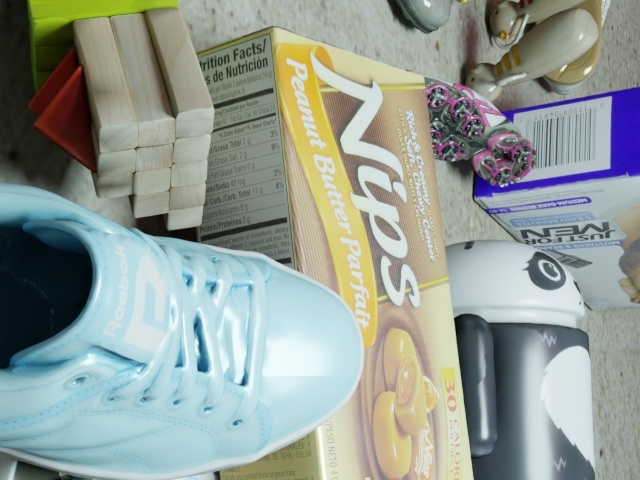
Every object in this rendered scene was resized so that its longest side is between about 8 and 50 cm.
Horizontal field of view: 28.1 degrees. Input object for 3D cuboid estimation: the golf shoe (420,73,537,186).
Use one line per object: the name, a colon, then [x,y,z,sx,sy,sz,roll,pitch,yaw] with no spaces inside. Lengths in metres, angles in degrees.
golf shoe: [0.127,-0.115,1.219,0.186,0.067,0.086,27,24,-44]

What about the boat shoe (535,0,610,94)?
boat shoe: [0.294,-0.305,1.495,0.096,0.098,0.277,61,41,-77]

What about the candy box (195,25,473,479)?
candy box: [0.009,0.033,0.852,0.183,0.087,0.316,6,74,-55]

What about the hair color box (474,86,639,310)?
hair color box: [0.322,-0.032,1.388,0.339,0.185,0.110,34,56,-50]

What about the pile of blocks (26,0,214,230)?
pile of blocks: [-0.154,-0.180,0.751,0.112,0.149,0.362,-8,79,-16]

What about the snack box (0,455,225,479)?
snack box: [-0.098,0.191,0.777,0.322,0.060,0.187,41,50,-47]

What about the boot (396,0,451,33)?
boot: [0.141,-0.324,1.177,0.083,0.161,0.246,16,70,-56]

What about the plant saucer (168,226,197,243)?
plant saucer: [-0.040,-0.027,0.918,0.168,0.029,0.168,11,74,-44]

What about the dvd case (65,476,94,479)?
dvd case: [-0.140,0.187,0.643,0.087,0.013,0.119,-10,94,-57]

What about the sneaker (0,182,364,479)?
sneaker: [-0.106,0.048,0.605,0.366,0.150,0.135,6,78,-36]

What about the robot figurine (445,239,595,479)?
robot figurine: [0.145,0.138,1.071,0.173,0.209,0.278,4,78,-22]

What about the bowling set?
bowling set: [0.194,-0.300,1.313,0.200,0.154,0.287,48,44,-17]
